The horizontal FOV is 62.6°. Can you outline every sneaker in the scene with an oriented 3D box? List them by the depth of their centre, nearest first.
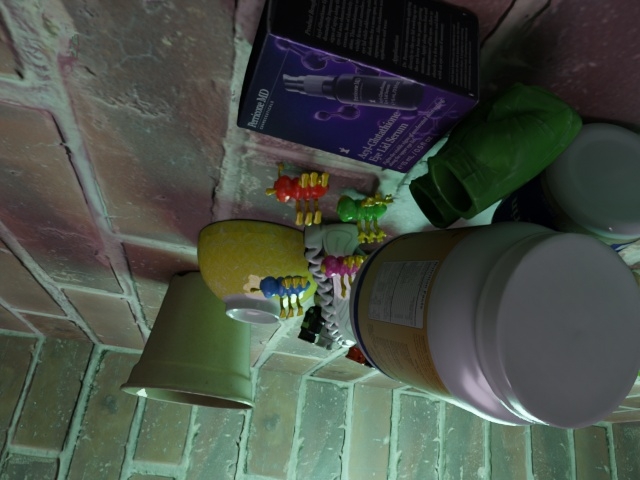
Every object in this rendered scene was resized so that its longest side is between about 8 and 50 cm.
[{"bbox_3d":[0.052,0.092,1.029,0.119,0.110,0.292,-11,122,6],"label":"sneaker"}]

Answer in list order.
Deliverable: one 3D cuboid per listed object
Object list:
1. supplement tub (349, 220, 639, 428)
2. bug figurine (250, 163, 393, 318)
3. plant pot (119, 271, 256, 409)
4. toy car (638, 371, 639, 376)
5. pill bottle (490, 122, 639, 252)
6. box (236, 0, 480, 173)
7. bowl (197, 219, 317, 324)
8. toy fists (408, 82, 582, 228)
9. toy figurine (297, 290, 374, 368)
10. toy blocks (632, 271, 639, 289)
[{"bbox_3d":[0.195,0.094,0.658,0.229,0.228,0.316,16,172,-20],"label":"supplement tub"},{"bbox_3d":[0.000,0.000,0.879,0.217,0.072,0.278,1,122,-19],"label":"bug figurine"},{"bbox_3d":[-0.310,0.257,1.363,0.334,0.305,0.333,6,157,2],"label":"plant pot"},{"bbox_3d":[0.814,0.265,1.292,0.155,0.148,0.188,-5,167,1],"label":"toy car"},{"bbox_3d":[0.328,-0.027,0.724,0.153,0.153,0.264,8,156,-2],"label":"pill bottle"},{"bbox_3d":[0.033,-0.170,0.537,0.207,0.108,0.153,12,157,-13],"label":"box"},{"bbox_3d":[-0.132,0.088,1.115,0.290,0.155,0.289,7,156,3],"label":"bowl"},{"bbox_3d":[0.184,-0.094,0.593,0.142,0.096,0.279,-34,175,0],"label":"toy fists"},{"bbox_3d":[0.070,0.220,1.339,0.213,0.148,0.209,17,168,26],"label":"toy figurine"},{"bbox_3d":[0.681,0.087,1.007,0.148,0.054,0.123,11,156,-10],"label":"toy blocks"}]
